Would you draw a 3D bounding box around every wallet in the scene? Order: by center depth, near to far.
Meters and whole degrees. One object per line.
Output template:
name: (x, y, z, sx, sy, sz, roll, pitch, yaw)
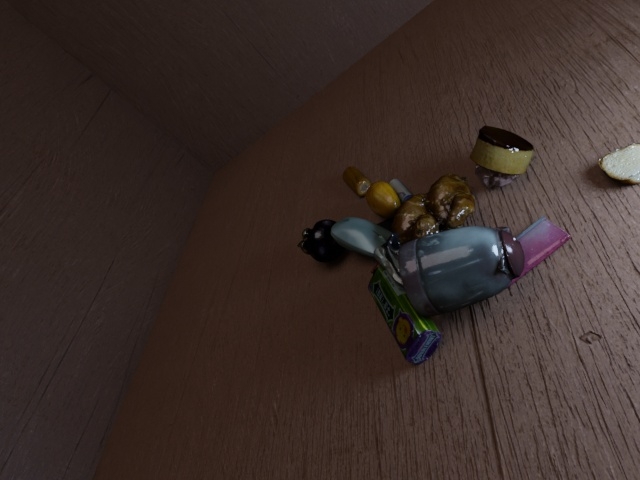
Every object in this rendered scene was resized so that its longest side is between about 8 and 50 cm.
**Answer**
wallet: (0.596, 0.035, 1.230, 0.232, 0.025, 0.119, -42, 31, 12)

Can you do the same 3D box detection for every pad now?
pad: (0.267, -0.045, 1.755, 0.157, 0.003, 0.112, -26, 38, 33)

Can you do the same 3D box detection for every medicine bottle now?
medicine bottle: (0.350, -0.185, 1.750, 0.059, 0.059, 0.231, -41, 31, 12)

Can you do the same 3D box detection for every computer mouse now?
computer mouse: (0.170, -0.028, 1.680, 0.288, 0.097, 0.159, 19, 42, 41)

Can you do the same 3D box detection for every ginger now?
ginger: (0.392, -0.074, 1.480, 0.357, 0.152, 0.274, -37, 30, 17)

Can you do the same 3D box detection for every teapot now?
teapot: (0.426, 0.057, 1.227, 0.312, 0.233, 0.315, -20, 14, 30)

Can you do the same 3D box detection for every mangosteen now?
mangosteen: (0.000, 0.000, 1.855, 0.230, 0.194, 0.194, 4, 56, 28)

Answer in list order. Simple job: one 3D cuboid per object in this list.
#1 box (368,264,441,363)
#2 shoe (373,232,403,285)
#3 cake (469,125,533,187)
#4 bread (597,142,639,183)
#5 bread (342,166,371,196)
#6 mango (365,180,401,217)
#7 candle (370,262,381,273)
box: (0.262, 0.223, 1.363, 0.345, 0.097, 0.134, -115, 42, -56)
shoe: (0.274, 0.067, 1.391, 0.227, 0.099, 0.112, 45, 121, 38)
cake: (0.600, -0.271, 1.437, 0.208, 0.185, 0.178, 57, 142, 40)
bread: (0.852, -0.207, 1.160, 0.126, 0.044, 0.129, -25, 35, 22)
bread: (0.177, -0.298, 2.079, 0.092, 0.074, 0.239, -40, 32, 6)
mango: (0.266, -0.165, 1.754, 0.112, 0.145, 0.219, -15, 29, -12)
candle: (0.260, 0.078, 1.586, 0.162, 0.053, 0.048, -44, 37, 4)
